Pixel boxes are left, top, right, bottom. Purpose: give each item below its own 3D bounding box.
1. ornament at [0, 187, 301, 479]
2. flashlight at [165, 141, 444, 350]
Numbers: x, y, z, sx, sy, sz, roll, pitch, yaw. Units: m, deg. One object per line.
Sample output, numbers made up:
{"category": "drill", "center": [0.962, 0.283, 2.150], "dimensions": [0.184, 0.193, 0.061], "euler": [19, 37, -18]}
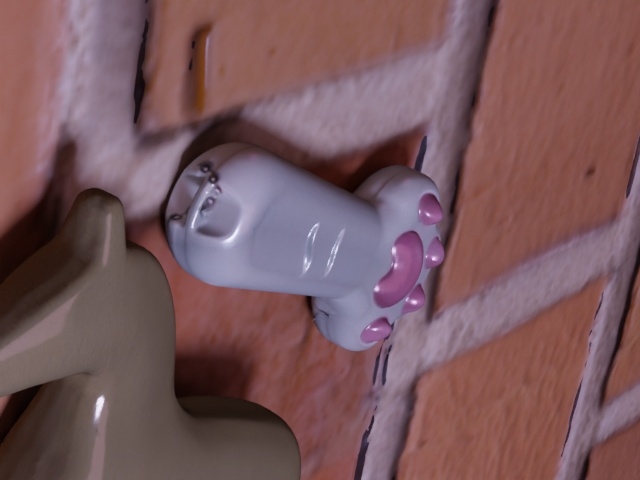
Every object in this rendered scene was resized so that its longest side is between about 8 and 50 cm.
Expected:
{"category": "ornament", "center": [-0.087, 0.103, 0.718], "dimensions": [0.230, 0.061, 0.245], "euler": [14, 101, -57]}
{"category": "flashlight", "center": [0.000, 0.000, 0.790], "dimensions": [0.200, 0.047, 0.093], "euler": [18, 97, -60]}
